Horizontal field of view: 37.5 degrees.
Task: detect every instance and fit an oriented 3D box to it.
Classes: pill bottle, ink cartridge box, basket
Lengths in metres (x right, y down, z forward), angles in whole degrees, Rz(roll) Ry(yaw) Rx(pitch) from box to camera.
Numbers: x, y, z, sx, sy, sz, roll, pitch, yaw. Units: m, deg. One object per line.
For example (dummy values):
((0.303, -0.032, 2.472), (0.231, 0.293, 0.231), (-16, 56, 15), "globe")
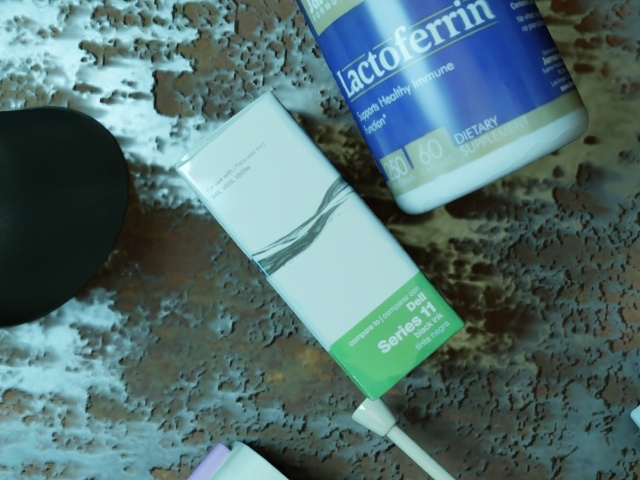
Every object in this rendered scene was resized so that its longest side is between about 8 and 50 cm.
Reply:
((0.071, -0.165, 0.683), (0.153, 0.153, 0.264), (-27, 91, 3), "pill bottle")
((0.000, 0.000, 0.693), (0.087, 0.153, 0.208), (-40, 92, 2), "ink cartridge box")
((-0.249, -0.014, 0.661), (0.154, 0.227, 0.204), (43, 93, -1), "basket")

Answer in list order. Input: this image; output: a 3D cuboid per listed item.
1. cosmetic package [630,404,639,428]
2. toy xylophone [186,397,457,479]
((0.359, 0.171, 0.692), (0.151, 0.151, 0.183), (-38, 90, 3), "cosmetic package")
((0.030, 0.268, 0.710), (0.236, 0.081, 0.322), (-40, 78, -13), "toy xylophone")
